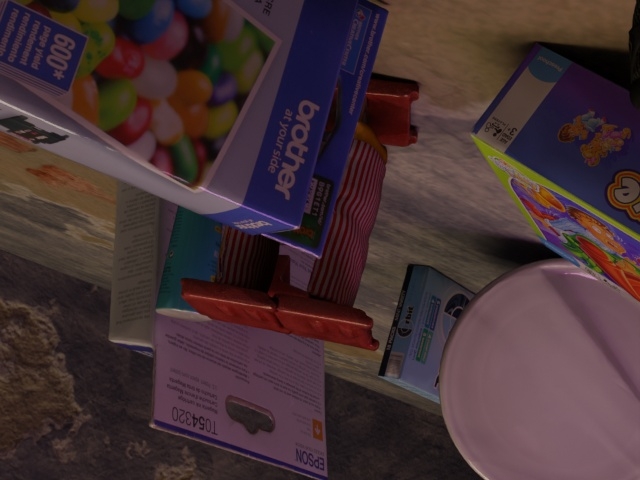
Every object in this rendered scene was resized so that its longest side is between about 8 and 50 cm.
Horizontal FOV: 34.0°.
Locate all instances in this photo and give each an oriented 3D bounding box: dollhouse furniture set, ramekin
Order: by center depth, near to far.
[{"bbox_3d":[0.000,0.000,0.969,0.152,0.201,0.374,10,168,8],"label":"dollhouse furniture set"},{"bbox_3d":[0.263,0.153,1.176,0.272,0.273,0.127,17,179,0],"label":"ramekin"}]

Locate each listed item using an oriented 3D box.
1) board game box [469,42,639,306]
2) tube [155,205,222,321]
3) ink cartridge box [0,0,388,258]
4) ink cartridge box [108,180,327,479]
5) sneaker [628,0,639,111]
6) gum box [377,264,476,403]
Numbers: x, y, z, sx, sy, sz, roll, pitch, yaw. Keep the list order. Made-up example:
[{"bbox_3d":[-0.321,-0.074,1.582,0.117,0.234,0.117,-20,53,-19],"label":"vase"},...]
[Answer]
[{"bbox_3d":[0.283,0.024,0.697,0.347,0.078,0.233,37,179,31],"label":"board game box"},{"bbox_3d":[-0.109,-0.032,0.958,0.052,0.207,0.080,9,167,-7],"label":"tube"},{"bbox_3d":[-0.086,-0.124,0.583,0.311,0.186,0.065,24,163,-33],"label":"ink cartridge box"},{"bbox_3d":[-0.099,0.073,1.123,0.071,0.330,0.324,-13,153,27],"label":"ink cartridge box"},{"bbox_3d":[0.232,-0.090,0.463,0.087,0.130,0.227,23,164,-35],"label":"sneaker"},{"bbox_3d":[0.165,0.137,1.435,0.041,0.157,0.184,4,162,42],"label":"gum box"}]
